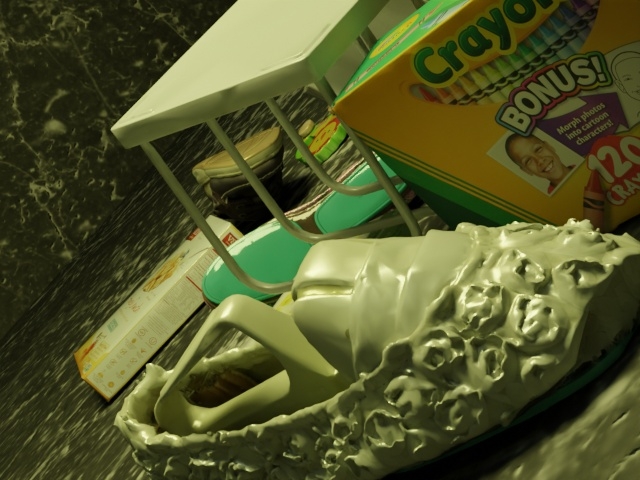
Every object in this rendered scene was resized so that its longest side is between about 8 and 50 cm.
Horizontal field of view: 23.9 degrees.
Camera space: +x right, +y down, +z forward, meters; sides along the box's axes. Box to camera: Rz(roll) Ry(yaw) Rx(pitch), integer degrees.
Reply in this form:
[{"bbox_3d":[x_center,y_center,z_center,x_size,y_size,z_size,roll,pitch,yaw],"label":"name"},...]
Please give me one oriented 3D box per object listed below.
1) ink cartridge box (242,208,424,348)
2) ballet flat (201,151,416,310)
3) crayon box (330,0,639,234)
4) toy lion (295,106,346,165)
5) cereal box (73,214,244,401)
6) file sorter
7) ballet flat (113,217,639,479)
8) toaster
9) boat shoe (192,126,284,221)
[{"bbox_3d":[-0.026,0.079,1.176,0.235,0.056,0.171,-26,23,55],"label":"ink cartridge box"},{"bbox_3d":[0.000,0.000,1.320,0.221,0.077,0.079,-37,-21,3],"label":"ballet flat"},{"bbox_3d":[0.156,-0.102,0.871,0.278,0.165,0.081,-34,17,47],"label":"crayon box"},{"bbox_3d":[0.003,-0.121,1.814,0.100,0.034,0.096,-34,24,45],"label":"toy lion"},{"bbox_3d":[-0.184,0.072,1.754,0.240,0.047,0.173,-47,12,-6],"label":"cereal box"},{"bbox_3d":[0.028,-0.113,1.111,0.193,0.173,0.277,-15,27,42],"label":"file sorter"},{"bbox_3d":[0.005,0.075,0.888,0.409,0.147,0.147,-33,17,44],"label":"ballet flat"},{"bbox_3d":[0.063,-0.222,1.637,0.168,0.110,0.185,-76,10,-62],"label":"toaster"},{"bbox_3d":[-0.085,-0.069,1.790,0.103,0.092,0.285,-29,5,-14],"label":"boat shoe"}]
